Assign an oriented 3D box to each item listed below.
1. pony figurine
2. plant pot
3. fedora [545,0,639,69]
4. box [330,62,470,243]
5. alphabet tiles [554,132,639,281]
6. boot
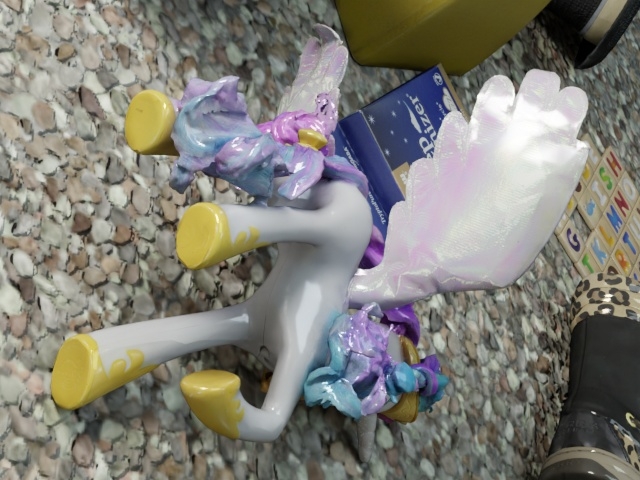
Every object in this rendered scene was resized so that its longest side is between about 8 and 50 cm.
[{"bbox_3d":[0.000,0.000,1.040,0.363,0.303,0.351,14,93,-51],"label":"pony figurine"},{"bbox_3d":[0.137,-0.311,1.405,0.212,0.187,0.212,-3,73,-52],"label":"plant pot"},{"bbox_3d":[0.345,-0.385,1.674,0.152,0.334,0.334,27,44,0],"label":"fedora"},{"bbox_3d":[0.093,-0.085,1.355,0.225,0.036,0.136,-35,99,-52],"label":"box"},{"bbox_3d":[0.353,-0.016,1.661,0.198,0.009,0.237,56,38,-13],"label":"alphabet tiles"},{"bbox_3d":[0.376,0.232,1.457,0.377,0.138,0.284,37,45,-26],"label":"boot"}]
